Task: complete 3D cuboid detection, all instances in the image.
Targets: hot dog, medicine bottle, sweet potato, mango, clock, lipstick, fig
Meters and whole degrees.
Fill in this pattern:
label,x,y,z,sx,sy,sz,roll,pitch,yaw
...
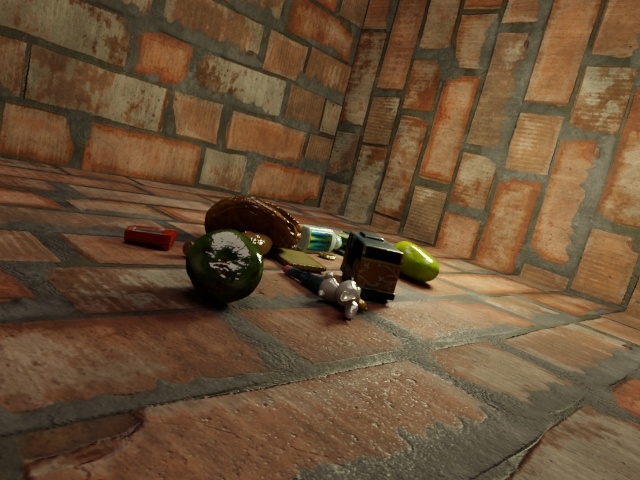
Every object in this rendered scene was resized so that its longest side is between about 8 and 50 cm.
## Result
label,x,y,z,sx,sy,sz,roll,pitch,yaw
hot dog,-0.264,-0.070,1.958,0.388,0.174,0.267,7,-10,1
medicine bottle,0.000,0.000,2.265,0.229,0.121,0.083,7,11,-43
sweet potato,-0.299,0.024,1.719,0.109,0.109,0.385,20,15,34
mango,0.428,0.104,2.210,0.185,0.149,0.273,27,6,-45
clock,-0.570,-0.012,1.638,0.155,0.061,0.113,10,9,-8
lipstick,-0.054,0.128,1.635,0.053,0.053,0.234,7,6,-39
fig,-0.260,0.087,1.295,0.203,0.203,0.235,12,-30,-14

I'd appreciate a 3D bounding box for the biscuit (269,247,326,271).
label,x,y,z,sx,sy,sz,roll,pitch,yaw
biscuit,-0.099,0.075,1.937,0.172,0.029,0.254,9,10,-27

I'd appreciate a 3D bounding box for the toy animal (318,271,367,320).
label,x,y,z,sx,sy,sz,roll,pitch,yaw
toy animal,0.072,0.176,1.439,0.127,0.131,0.182,-30,25,-29

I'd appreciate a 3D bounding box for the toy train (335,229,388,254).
label,x,y,z,sx,sy,sz,roll,pitch,yaw
toy train,0.209,0.023,2.443,0.308,0.126,0.189,14,8,1

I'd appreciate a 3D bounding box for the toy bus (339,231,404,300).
label,x,y,z,sx,sy,sz,roll,pitch,yaw
toy bus,0.177,0.084,1.771,0.162,0.194,0.323,12,9,-8

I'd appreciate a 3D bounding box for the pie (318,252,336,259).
label,x,y,z,sx,sy,sz,roll,pitch,yaw
pie,0.033,0.070,2.207,0.084,0.020,0.084,14,9,-2
